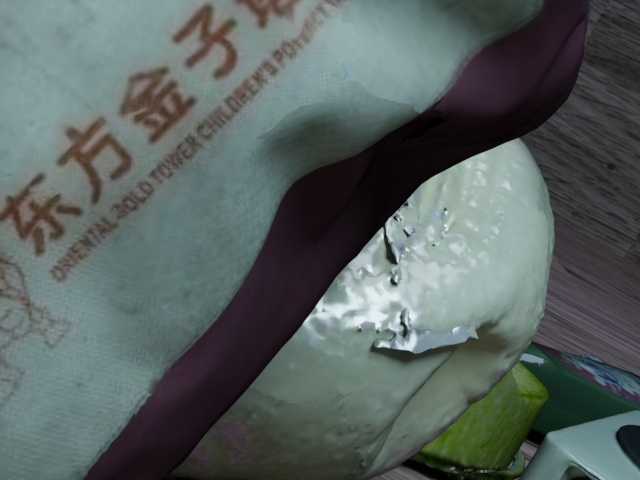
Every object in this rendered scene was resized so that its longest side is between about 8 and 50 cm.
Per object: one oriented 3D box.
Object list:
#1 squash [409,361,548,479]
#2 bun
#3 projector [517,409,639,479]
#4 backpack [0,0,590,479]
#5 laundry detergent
[{"bbox_3d":[0.052,0.044,0.963,0.220,0.133,0.220,34,5,-4],"label":"squash"},{"bbox_3d":[-0.033,-0.001,0.712,0.273,0.168,0.273,15,38,-12],"label":"bun"},{"bbox_3d":[0.242,0.193,0.871,0.257,0.079,0.259,34,11,20],"label":"projector"},{"bbox_3d":[-0.110,-0.079,0.520,0.317,0.283,0.197,43,-9,13],"label":"backpack"},{"bbox_3d":[0.160,0.105,1.137,0.211,0.063,0.137,20,12,-36],"label":"laundry detergent"}]
